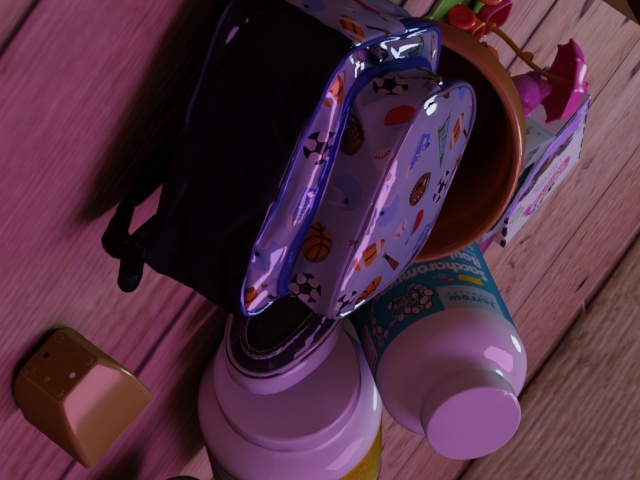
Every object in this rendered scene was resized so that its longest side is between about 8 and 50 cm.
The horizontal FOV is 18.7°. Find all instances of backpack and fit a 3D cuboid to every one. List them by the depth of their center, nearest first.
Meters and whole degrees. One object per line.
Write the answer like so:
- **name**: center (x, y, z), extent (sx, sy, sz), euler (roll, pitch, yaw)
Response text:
- **backpack**: center (0.000, -0.080, 1.479), extent (0.276, 0.213, 0.263), euler (-63, 173, 24)

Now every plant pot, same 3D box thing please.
- **plant pot**: center (-0.199, 0.117, 1.557), extent (0.081, 0.081, 0.083), euler (-49, 153, -15)
- **plant pot**: center (0.085, -0.107, 1.701), extent (0.205, 0.205, 0.188), euler (-59, 180, 23)

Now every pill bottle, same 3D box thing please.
- **pill bottle**: center (0.112, 0.089, 1.878), extent (0.146, 0.264, 0.146), euler (-8, 129, -10)
- **pill bottle**: center (-0.029, 0.187, 2.003), extent (0.188, 0.188, 0.334), euler (-48, 165, -16)

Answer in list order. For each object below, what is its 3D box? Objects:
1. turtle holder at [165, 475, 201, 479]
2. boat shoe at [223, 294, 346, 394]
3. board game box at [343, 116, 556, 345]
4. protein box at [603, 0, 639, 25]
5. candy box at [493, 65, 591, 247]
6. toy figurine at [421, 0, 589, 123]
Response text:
- **turtle holder**: center (-0.160, 0.405, 1.932), extent (0.227, 0.243, 0.320), euler (-14, 108, -28)
- **boat shoe**: center (0.004, 0.002, 1.831), extent (0.306, 0.113, 0.105), euler (-52, 159, -14)
- **board game box**: center (0.116, -0.021, 2.144), extent (0.303, 0.097, 0.224), euler (-28, 151, -55)
- **protein box**: center (0.267, -0.336, 1.670), extent (0.201, 0.200, 0.136), euler (-46, 164, -24)
- **candy box**: center (0.257, -0.101, 2.426), extent (0.165, 0.070, 0.196), euler (-49, 164, -14)
- **toy figurine**: center (0.177, -0.170, 1.862), extent (0.173, 0.159, 0.130), euler (-41, 161, -35)
